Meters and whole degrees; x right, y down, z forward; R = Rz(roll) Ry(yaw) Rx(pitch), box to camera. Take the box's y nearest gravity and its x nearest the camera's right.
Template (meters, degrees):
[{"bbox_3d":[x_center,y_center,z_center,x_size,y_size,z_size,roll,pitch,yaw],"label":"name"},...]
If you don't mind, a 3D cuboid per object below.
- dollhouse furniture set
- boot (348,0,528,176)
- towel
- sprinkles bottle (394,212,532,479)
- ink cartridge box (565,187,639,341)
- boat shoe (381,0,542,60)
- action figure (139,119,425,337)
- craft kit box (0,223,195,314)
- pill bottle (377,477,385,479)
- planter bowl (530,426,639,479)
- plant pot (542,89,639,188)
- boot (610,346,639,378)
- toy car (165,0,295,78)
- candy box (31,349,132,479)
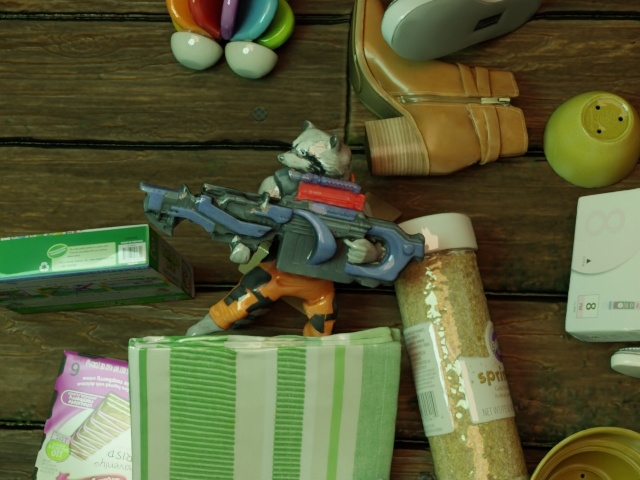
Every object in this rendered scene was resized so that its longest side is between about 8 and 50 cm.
[{"bbox_3d":[0.000,0.000,1.298,0.144,0.123,0.151,33,117,11],"label":"dollhouse furniture set"},{"bbox_3d":[0.157,-0.224,1.298,0.220,0.109,0.283,-8,68,-4],"label":"boot"},{"bbox_3d":[-0.068,0.218,1.157,0.325,0.038,0.247,-1,114,-10],"label":"towel"},{"bbox_3d":[0.170,0.148,1.204,0.121,0.121,0.355,-12,78,2],"label":"sprinkles bottle"},{"bbox_3d":[0.421,0.026,1.169,0.066,0.232,0.189,25,68,-36],"label":"ink cartridge box"},{"bbox_3d":[0.173,-0.323,1.254,0.306,0.113,0.105,-25,65,-37],"label":"boat shoe"},{"bbox_3d":[-0.070,0.004,1.155,0.341,0.178,0.330,19,110,-18],"label":"action figure"},{"bbox_3d":[-0.306,0.043,1.201,0.250,0.246,0.061,-5,74,3],"label":"craft kit box"},{"bbox_3d":[0.130,0.448,1.094,0.188,0.188,0.334,-42,77,-5],"label":"pill bottle"},{"bbox_3d":[0.333,0.333,1.156,0.217,0.090,0.217,1,84,-9],"label":"planter bowl"},{"bbox_3d":[0.371,-0.146,1.265,0.134,0.095,0.134,-1,78,5],"label":"plant pot"},{"bbox_3d":[0.467,0.135,1.217,0.190,0.069,0.086,7,71,-2],"label":"boot"},{"bbox_3d":[-0.128,-0.323,1.321,0.182,0.136,0.159,11,78,7],"label":"toy car"},{"bbox_3d":[-0.279,0.272,1.238,0.159,0.071,0.233,9,79,6],"label":"candy box"}]
